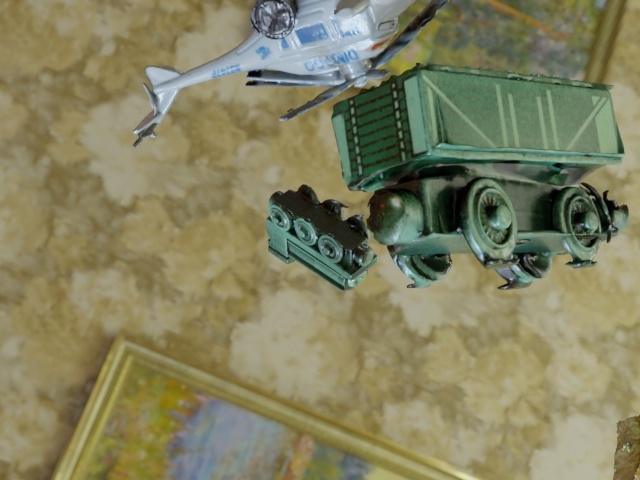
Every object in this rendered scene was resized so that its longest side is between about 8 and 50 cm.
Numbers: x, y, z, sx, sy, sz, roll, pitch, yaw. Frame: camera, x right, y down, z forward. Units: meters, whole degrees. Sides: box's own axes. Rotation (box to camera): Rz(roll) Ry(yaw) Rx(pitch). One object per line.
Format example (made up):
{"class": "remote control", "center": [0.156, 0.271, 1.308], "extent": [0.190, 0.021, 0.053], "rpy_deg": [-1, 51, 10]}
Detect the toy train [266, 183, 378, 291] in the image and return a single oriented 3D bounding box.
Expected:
{"class": "toy train", "center": [0.000, 0.000, 1.539], "extent": [0.071, 0.170, 0.111], "rpy_deg": [-36, 142, -30]}

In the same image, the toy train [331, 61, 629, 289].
{"class": "toy train", "center": [0.127, -0.045, 0.920], "extent": [0.115, 0.269, 0.154], "rpy_deg": [-27, -109, 47]}

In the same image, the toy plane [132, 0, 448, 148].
{"class": "toy plane", "center": [-0.038, -0.165, 1.000], "extent": [0.273, 0.107, 0.182], "rpy_deg": [-2, -148, 41]}

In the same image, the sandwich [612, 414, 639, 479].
{"class": "sandwich", "center": [0.472, 0.301, 1.713], "extent": [0.058, 0.162, 0.193], "rpy_deg": [-13, -149, 39]}
